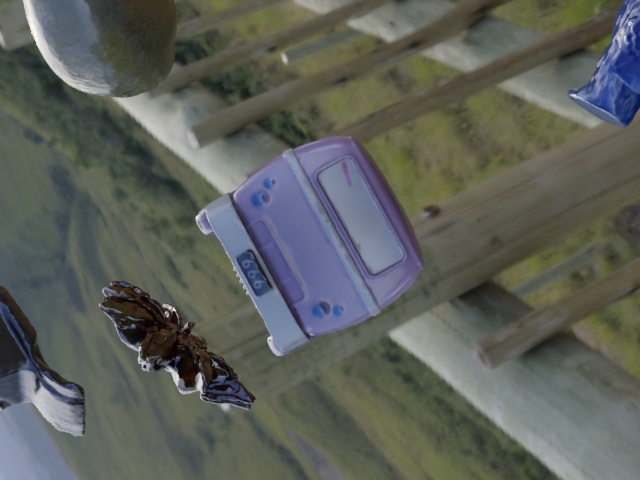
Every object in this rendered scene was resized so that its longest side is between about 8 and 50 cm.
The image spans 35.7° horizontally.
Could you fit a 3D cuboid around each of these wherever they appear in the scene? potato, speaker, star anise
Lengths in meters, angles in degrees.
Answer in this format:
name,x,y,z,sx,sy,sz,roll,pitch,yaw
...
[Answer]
name,x,y,z,sx,sy,sz,roll,pitch,yaw
potato,-0.240,-0.249,1.060,0.178,0.160,0.235,39,166,37
speaker,-0.509,0.201,1.233,0.184,0.388,0.180,60,155,28
star anise,-0.207,0.154,1.437,0.288,0.088,0.288,40,178,2

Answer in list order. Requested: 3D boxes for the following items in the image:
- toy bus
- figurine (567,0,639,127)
name,x,y,z,sx,sy,sz,roll,pitch,yaw
toy bus,0.000,0.000,0.800,0.142,0.142,0.202,59,-176,0
figurine,0.310,-0.190,0.783,0.164,0.262,0.121,18,179,5
